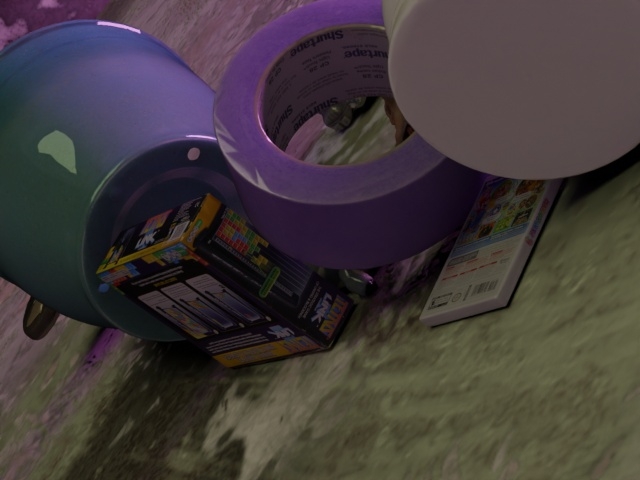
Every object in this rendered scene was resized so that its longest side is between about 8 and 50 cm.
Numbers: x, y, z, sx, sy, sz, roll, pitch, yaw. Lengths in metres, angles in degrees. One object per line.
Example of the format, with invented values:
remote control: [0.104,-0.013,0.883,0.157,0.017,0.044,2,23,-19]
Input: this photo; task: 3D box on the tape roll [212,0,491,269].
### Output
tape roll: [0.024,-0.079,1.136,0.189,0.080,0.189,-6,55,9]

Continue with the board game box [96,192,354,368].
board game box: [-0.076,0.035,1.235,0.170,0.141,0.048,-17,41,59]

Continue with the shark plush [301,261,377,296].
shark plush: [0.000,0.000,1.234,0.073,0.067,0.161,-60,20,-20]

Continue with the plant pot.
plant pot: [-0.170,-0.039,1.433,0.271,0.272,0.255,-53,33,-2]

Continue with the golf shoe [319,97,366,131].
golf shoe: [0.050,-0.180,1.446,0.176,0.069,0.086,-39,17,32]

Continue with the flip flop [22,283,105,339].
flip flop: [-0.216,0.013,1.718,0.112,0.080,0.277,-41,7,44]

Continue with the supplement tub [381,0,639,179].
supplement tub: [0.142,-0.189,1.038,0.191,0.191,0.272,-37,27,38]

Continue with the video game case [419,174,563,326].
video game case: [0.115,-0.002,1.058,0.087,0.011,0.122,-22,36,57]

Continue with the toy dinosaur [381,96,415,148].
toy dinosaur: [0.105,-0.211,1.310,0.295,0.127,0.200,-47,-24,-38]
